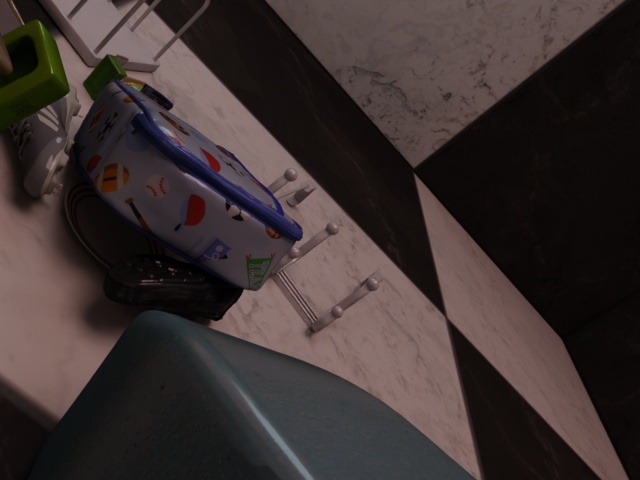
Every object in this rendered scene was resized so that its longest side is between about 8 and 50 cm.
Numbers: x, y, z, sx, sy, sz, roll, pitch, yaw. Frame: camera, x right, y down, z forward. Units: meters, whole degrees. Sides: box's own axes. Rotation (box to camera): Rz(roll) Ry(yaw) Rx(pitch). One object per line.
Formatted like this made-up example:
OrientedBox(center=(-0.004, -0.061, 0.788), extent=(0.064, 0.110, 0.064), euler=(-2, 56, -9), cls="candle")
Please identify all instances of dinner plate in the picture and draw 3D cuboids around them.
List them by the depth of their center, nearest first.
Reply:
OrientedBox(center=(-0.230, -0.009, 0.765), extent=(0.141, 0.017, 0.141), euler=(43, 21, -21), cls="dinner plate")

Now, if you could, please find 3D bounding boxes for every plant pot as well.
OrientedBox(center=(-0.063, 0.188, 0.470), extent=(0.247, 0.248, 0.252), euler=(30, 10, -46), cls="plant pot")

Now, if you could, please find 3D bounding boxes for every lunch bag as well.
OrientedBox(center=(-0.154, -0.071, 0.794), extent=(0.243, 0.115, 0.303), euler=(33, 8, -32), cls="lunch bag")

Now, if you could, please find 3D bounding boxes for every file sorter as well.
OrientedBox(center=(-0.332, -0.426, 1.047), extent=(0.278, 0.173, 0.193), euler=(52, 20, 1), cls="file sorter")

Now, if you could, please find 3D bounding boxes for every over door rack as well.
OrientedBox(center=(0.000, 0.000, 1.137), extent=(0.240, 0.108, 0.324), euler=(54, 19, 4), cls="over door rack")

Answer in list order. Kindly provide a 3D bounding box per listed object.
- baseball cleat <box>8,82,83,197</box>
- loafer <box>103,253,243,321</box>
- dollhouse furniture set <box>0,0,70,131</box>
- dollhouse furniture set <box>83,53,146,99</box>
OrientedBox(center=(-0.315, -0.120, 0.722), extent=(0.109, 0.072, 0.206), euler=(24, 26, -27), cls="baseball cleat")
OrientedBox(center=(-0.150, 0.061, 0.721), extent=(0.076, 0.078, 0.223), euler=(25, 5, 19), cls="loafer")
OrientedBox(center=(-0.322, -0.176, 0.426), extent=(0.151, 0.197, 0.301), euler=(59, -5, 14), cls="dollhouse furniture set")
OrientedBox(center=(-0.271, -0.226, 0.996), extent=(0.076, 0.058, 0.151), euler=(57, 20, 14), cls="dollhouse furniture set")
